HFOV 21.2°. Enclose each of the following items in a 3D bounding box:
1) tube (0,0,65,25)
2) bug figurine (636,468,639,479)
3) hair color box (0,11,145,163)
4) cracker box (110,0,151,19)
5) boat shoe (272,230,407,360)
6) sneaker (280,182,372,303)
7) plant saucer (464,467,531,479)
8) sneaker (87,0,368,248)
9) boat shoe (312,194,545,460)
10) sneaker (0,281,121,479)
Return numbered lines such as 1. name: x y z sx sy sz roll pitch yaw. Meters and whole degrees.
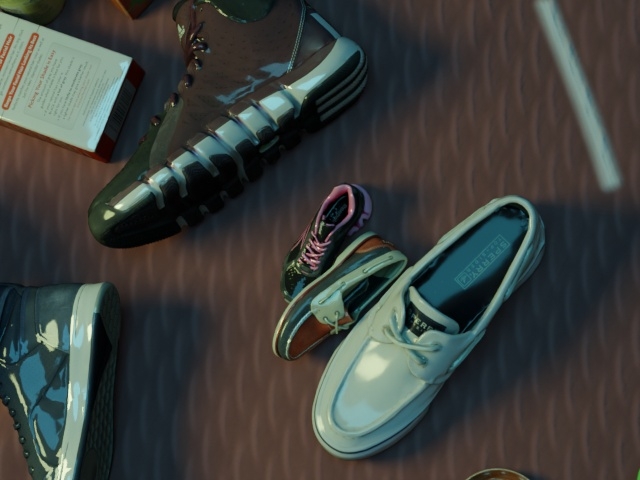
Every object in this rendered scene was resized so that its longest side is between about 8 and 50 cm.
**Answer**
1. tube: -0.272 -0.244 1.450 0.062 0.240 0.070 43 88 11
2. bug figurine: 0.268 0.303 1.352 0.279 0.072 0.216 -35 76 0
3. hair color box: -0.252 -0.141 1.523 0.167 0.053 0.093 20 83 10
4. cracker box: -0.124 -0.317 1.488 0.067 0.156 0.232 43 86 14
5. boat shoe: 0.016 0.052 1.446 0.137 0.049 0.043 -46 54 -8
6. sneaker: 0.000 0.000 1.458 0.047 0.057 0.119 28 85 10
7. plant saucer: 0.147 0.230 1.413 0.083 0.013 0.084 -2 78 8
8. sneaker: -0.110 -0.123 1.484 0.281 0.106 0.162 -35 71 -11
9. boat shoe: 0.089 0.070 1.415 0.267 0.088 0.096 -44 77 -3
10. sneaker: -0.260 0.145 1.451 0.163 0.086 0.226 3 82 11
